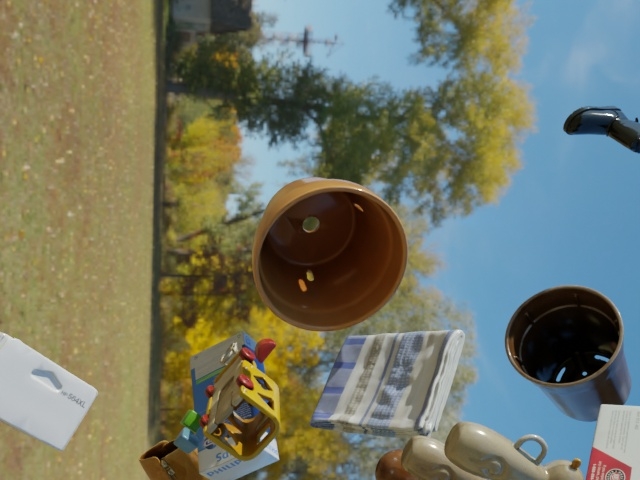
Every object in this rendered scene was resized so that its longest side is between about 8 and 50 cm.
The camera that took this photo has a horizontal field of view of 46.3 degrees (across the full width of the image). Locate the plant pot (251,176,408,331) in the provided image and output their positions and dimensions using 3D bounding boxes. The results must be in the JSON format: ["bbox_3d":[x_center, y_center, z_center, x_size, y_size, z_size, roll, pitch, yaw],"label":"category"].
[{"bbox_3d":[0.000,0.000,1.446,0.203,0.291,0.290,-119,-149,-63],"label":"plant pot"}]

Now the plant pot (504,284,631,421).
[{"bbox_3d":[0.383,0.180,1.117,0.165,0.167,0.167,49,21,-40],"label":"plant pot"}]

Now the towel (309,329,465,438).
[{"bbox_3d":[0.113,0.248,1.326,0.285,0.034,0.209,-10,-135,46],"label":"towel"}]

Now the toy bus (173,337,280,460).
[{"bbox_3d":[-0.114,0.249,1.156,0.191,0.104,0.202,-33,-159,53],"label":"toy bus"}]

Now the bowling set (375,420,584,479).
[{"bbox_3d":[0.139,0.277,0.746,0.200,0.154,0.287,-83,-162,-73],"label":"bowling set"}]

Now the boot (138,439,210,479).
[{"bbox_3d":[-0.350,0.572,1.709,0.211,0.295,0.104,51,18,-12],"label":"boot"}]

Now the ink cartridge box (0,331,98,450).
[{"bbox_3d":[-0.397,0.171,0.922,0.203,0.148,0.085,4,-122,45],"label":"ink cartridge box"}]

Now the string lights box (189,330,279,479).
[{"bbox_3d":[-0.172,0.320,1.448,0.076,0.133,0.259,49,20,-45],"label":"string lights box"}]

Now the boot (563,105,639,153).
[{"bbox_3d":[0.444,-0.165,1.132,0.099,0.121,0.045,52,-35,43],"label":"boot"}]

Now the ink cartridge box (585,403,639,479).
[{"bbox_3d":[0.338,0.219,0.670,0.127,0.175,0.072,-51,129,-48],"label":"ink cartridge box"}]
